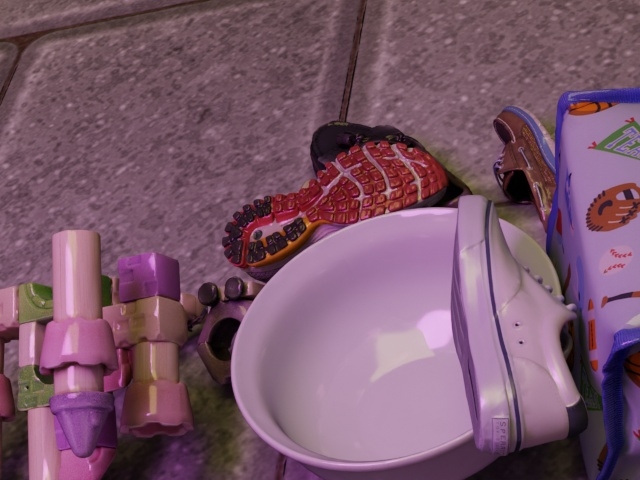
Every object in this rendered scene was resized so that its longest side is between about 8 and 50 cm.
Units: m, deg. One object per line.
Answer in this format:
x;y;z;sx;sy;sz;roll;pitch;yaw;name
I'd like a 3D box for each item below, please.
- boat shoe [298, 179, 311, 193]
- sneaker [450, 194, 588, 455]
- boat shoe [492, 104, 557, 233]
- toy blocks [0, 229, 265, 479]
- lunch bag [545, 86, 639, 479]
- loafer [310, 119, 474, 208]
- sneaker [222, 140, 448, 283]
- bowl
0.000;-0.001;1.576;0.048;0.056;0.153;-5;45;11;boat shoe
0.155;0.064;1.207;0.091;0.094;0.258;-2;46;-2;sneaker
0.211;-0.074;1.545;0.066;0.066;0.183;-28;40;-3;boat shoe
-0.225;0.163;1.411;0.288;0.309;0.260;-14;72;29;toy blocks
0.395;0.028;1.226;0.385;0.239;0.328;-1;41;2;lunch bag
0.082;-0.069;1.578;0.109;0.095;0.302;-34;41;-14;loafer
0.020;-0.023;1.482;0.225;0.093;0.088;-21;55;16;sneaker
0.079;0.118;1.340;0.298;0.134;0.298;-13;41;11;bowl
